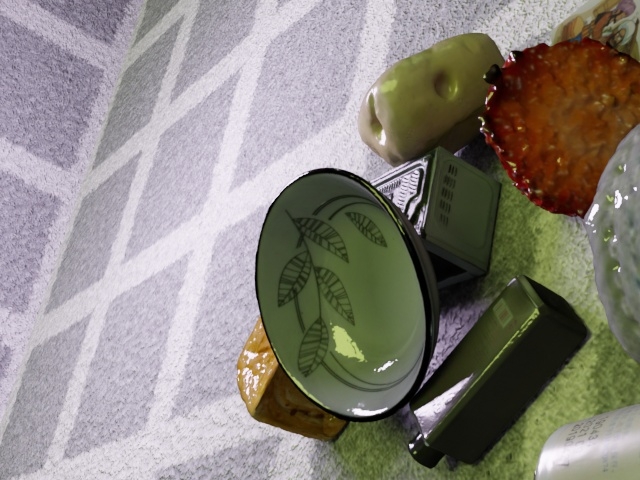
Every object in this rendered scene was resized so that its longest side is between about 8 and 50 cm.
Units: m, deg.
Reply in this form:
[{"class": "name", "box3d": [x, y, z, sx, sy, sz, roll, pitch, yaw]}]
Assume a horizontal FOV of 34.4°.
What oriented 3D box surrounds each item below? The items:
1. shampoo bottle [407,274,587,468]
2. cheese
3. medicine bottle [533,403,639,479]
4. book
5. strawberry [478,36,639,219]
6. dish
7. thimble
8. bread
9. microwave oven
[{"class": "shampoo bottle", "box3d": [0.186, 0.159, 1.166, 0.246, 0.079, 0.080, -53, 27, 18]}, {"class": "cheese", "box3d": [0.151, -0.182, 1.407, 0.117, 0.218, 0.235, 54, 130, 14]}, {"class": "medicine bottle", "box3d": [0.313, 0.194, 0.842, 0.258, 0.143, 0.143, -29, 41, 48]}, {"class": "book", "box3d": [0.392, -0.264, 1.252, 0.264, 0.027, 0.202, -38, 35, 39]}, {"class": "strawberry", "box3d": [0.268, -0.102, 1.164, 0.178, 0.234, 0.233, 113, 173, -67]}, {"class": "dish", "box3d": [0.053, 0.062, 1.281, 0.316, 0.106, 0.316, 13, 107, 48]}, {"class": "thimble", "box3d": [0.351, -0.002, 0.889, 0.157, 0.217, 0.245, -12, 72, 62]}, {"class": "bread", "box3d": [-0.029, 0.182, 1.453, 0.158, 0.149, 0.143, -57, 24, 12]}, {"class": "microwave oven", "box3d": [0.121, -0.017, 1.396, 0.208, 0.122, 0.162, -24, 46, 51]}]
